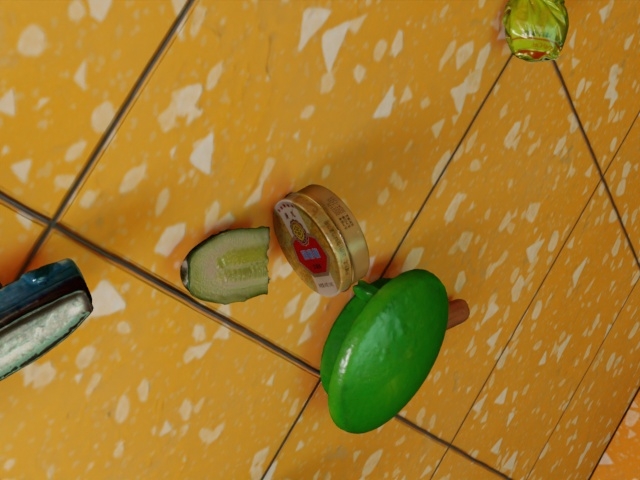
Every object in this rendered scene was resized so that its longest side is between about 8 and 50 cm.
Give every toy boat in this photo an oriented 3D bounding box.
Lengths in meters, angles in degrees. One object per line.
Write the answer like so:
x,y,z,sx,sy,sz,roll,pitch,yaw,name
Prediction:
-0.223,0.060,0.696,0.137,0.061,0.060,-38,133,-22,toy boat

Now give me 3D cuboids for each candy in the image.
0.249,-0.327,1.109,0.077,0.073,0.262,-46,143,-59,candy

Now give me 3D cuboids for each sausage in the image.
0.167,0.101,1.329,0.083,0.034,0.034,-17,127,-49,sausage

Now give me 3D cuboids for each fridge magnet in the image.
0.074,0.126,1.158,0.208,0.088,0.208,-35,138,-38,fridge magnet

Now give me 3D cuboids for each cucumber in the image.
-0.089,0.022,0.889,0.107,0.035,0.067,-7,101,-53,cucumber

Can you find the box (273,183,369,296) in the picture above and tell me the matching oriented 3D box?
0.000,0.000,0.934,0.037,0.105,0.105,-30,137,-26,box
